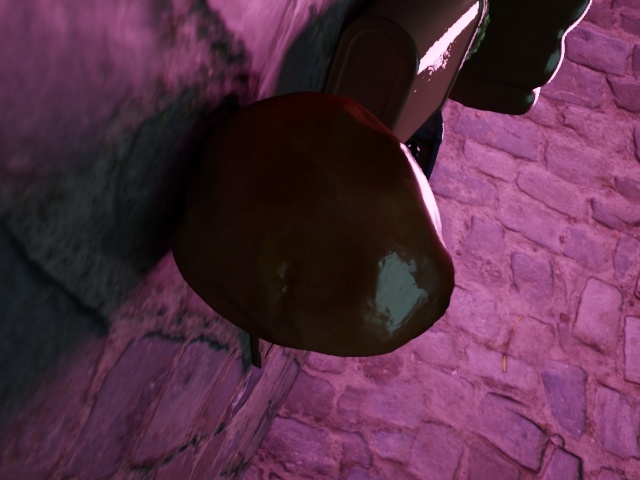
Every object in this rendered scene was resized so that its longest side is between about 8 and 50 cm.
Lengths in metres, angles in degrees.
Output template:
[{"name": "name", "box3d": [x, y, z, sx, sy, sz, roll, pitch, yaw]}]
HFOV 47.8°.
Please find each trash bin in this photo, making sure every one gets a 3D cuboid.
[{"name": "trash bin", "box3d": [0.098, -0.219, 0.929, 0.247, 0.121, 0.243, -50, 165, -45]}]

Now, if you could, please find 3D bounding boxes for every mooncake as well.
[{"name": "mooncake", "box3d": [0.340, -0.408, 1.272, 0.378, 0.200, 0.378, -162, -90, -86]}]

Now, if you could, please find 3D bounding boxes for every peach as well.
[{"name": "peach", "box3d": [0.000, 0.000, 0.603, 0.214, 0.235, 0.214, -51, 170, -12]}]

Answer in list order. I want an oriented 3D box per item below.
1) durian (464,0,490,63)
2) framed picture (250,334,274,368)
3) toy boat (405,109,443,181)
[{"name": "durian", "box3d": [0.178, -0.309, 1.095, 0.146, 0.102, 0.208, -9, 134, -23]}, {"name": "framed picture", "box3d": [-0.055, 0.082, 1.281, 0.247, 0.022, 0.335, -59, 172, -23]}, {"name": "toy boat", "box3d": [0.115, -0.122, 1.199, 0.133, 0.145, 0.332, 147, -37, -81]}]
